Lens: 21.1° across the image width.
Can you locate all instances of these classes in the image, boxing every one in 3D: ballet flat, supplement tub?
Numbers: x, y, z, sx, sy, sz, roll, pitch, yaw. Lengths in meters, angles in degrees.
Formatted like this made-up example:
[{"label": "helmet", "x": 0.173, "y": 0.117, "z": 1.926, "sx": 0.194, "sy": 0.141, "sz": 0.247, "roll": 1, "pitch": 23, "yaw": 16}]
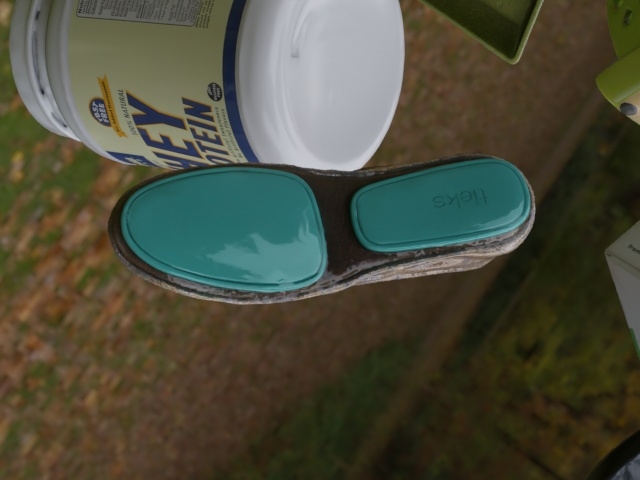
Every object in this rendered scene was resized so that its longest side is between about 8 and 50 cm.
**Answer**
[{"label": "ballet flat", "x": 0.000, "y": 0.000, "z": 1.261, "sx": 0.106, "sy": 0.316, "sz": 0.107, "roll": 125, "pitch": -39, "yaw": -70}, {"label": "supplement tub", "x": -0.110, "y": -0.181, "z": 1.633, "sx": 0.235, "sy": 0.325, "sz": 0.235, "roll": -17, "pitch": 111, "yaw": -53}]

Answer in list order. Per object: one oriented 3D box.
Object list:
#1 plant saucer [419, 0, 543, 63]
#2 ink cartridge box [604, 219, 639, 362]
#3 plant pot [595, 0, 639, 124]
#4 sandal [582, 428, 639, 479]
[{"label": "plant saucer", "x": 0.173, "y": -0.311, "z": 1.795, "sx": 0.045, "sy": 0.188, "sz": 0.188, "roll": -30, "pitch": 149, "yaw": -43}, {"label": "ink cartridge box", "x": 0.378, "y": 0.010, "z": 1.354, "sx": 0.278, "sy": 0.117, "sz": 0.201, "roll": -39, "pitch": 135, "yaw": -13}, {"label": "plant pot", "x": 0.410, "y": -0.194, "z": 1.645, "sx": 0.227, "sy": 0.228, "sz": 0.207, "roll": -33, "pitch": -150, "yaw": 52}, {"label": "sandal", "x": 0.206, "y": 0.317, "z": 1.135, "sx": 0.107, "sy": 0.168, "sz": 0.445, "roll": -109, "pitch": -146, "yaw": -64}]
